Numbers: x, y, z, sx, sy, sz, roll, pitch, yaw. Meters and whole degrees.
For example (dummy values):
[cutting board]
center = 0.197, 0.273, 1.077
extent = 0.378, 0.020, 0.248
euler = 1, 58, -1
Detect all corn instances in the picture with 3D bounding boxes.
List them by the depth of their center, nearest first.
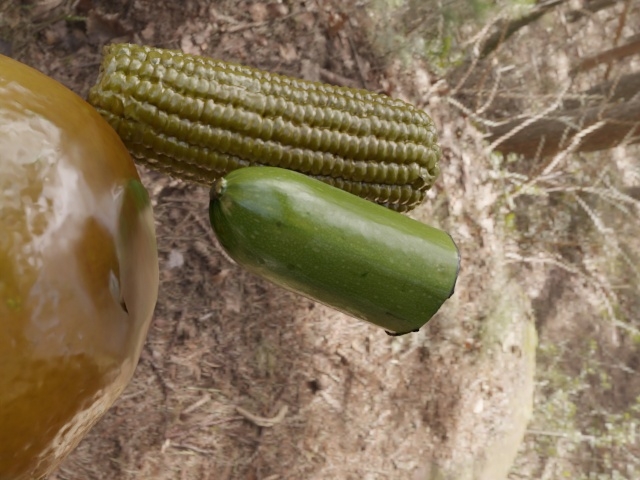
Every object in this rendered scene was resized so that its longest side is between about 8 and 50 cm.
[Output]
[corn]
center = -0.051, -0.102, 0.768
extent = 0.344, 0.131, 0.131
euler = 10, 77, -16

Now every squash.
[squash]
center = 0.000, 0.000, 0.582
extent = 0.188, 0.095, 0.095
euler = 24, 69, -24

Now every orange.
[orange]
center = -0.227, 0.011, 0.573
extent = 0.262, 0.196, 0.335
euler = 58, 28, -48
